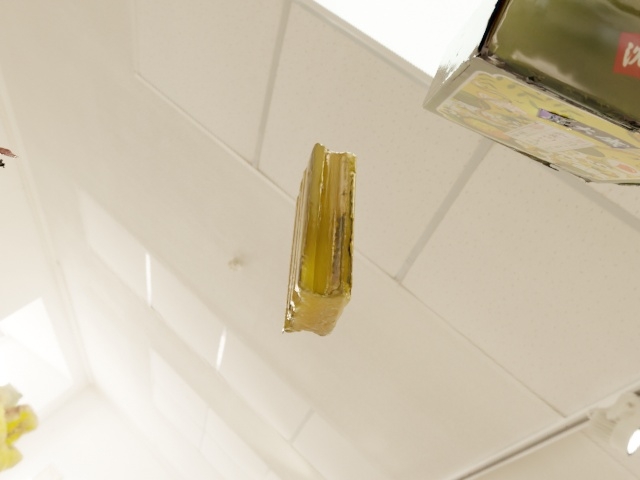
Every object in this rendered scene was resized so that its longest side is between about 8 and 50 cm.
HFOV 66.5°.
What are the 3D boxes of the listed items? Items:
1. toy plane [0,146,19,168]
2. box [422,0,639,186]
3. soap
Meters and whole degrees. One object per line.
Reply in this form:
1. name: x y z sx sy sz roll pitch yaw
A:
1. toy plane: -0.590 -0.137 0.828 0.144 0.037 0.060 -12 -22 10
2. box: 0.370 -0.208 0.721 0.372 0.420 0.138 25 -83 0
3. soap: 0.000 0.001 0.924 0.096 0.325 0.204 9 -31 -8
